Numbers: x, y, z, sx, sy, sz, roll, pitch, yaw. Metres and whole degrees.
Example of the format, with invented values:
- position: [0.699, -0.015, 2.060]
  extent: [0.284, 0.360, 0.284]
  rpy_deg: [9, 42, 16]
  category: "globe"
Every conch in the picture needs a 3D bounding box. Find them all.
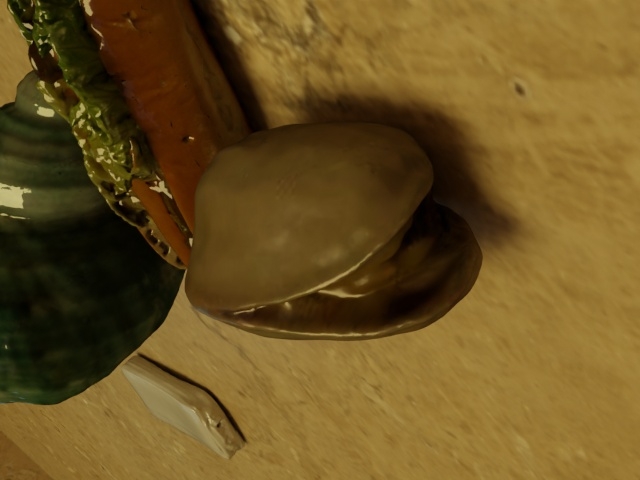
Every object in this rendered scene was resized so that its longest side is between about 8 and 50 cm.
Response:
- position: [-0.198, -0.015, 1.004]
  extent: [0.195, 0.220, 0.277]
  rpy_deg: [30, 114, 36]
  category: "conch"

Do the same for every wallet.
- position: [-0.157, 0.186, 1.494]
  extent: [0.190, 0.033, 0.095]
  rpy_deg: [16, 144, 54]
  category: "wallet"

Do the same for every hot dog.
- position: [-0.120, -0.091, 0.855]
  extent: [0.135, 0.100, 0.337]
  rpy_deg: [27, 151, 43]
  category: "hot dog"

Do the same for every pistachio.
- position: [0.000, 0.000, 0.752]
  extent: [0.129, 0.131, 0.206]
  rpy_deg: [49, 155, -25]
  category: "pistachio"
